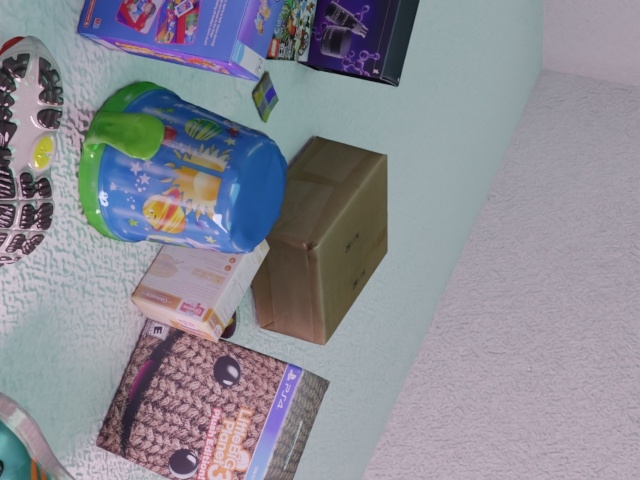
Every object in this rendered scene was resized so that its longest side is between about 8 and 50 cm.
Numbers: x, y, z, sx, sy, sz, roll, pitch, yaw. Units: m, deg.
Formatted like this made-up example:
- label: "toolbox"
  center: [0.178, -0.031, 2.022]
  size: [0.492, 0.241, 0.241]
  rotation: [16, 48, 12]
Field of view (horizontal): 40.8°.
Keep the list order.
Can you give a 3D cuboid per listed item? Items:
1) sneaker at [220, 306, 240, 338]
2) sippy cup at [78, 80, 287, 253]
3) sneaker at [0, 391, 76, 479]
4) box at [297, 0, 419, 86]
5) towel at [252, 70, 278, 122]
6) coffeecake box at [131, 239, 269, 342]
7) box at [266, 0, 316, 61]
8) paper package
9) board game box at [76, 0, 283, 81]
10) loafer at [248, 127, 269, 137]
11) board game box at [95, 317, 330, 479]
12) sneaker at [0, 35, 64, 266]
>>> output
- label: "sneaker"
  center: [-0.195, 0.106, 1.519]
  size: [0.084, 0.070, 0.185]
  rotation: [-36, 132, -43]
- label: "sippy cup"
  center: [-0.178, -0.086, 1.208]
  size: [0.305, 0.224, 0.240]
  rotation: [-34, 135, -56]
- label: "sneaker"
  center: [-0.404, 0.330, 1.133]
  size: [0.121, 0.108, 0.302]
  rotation: [-55, 143, -37]
- label: "box"
  center: [0.082, -0.440, 1.622]
  size: [0.103, 0.184, 0.261]
  rotation: [-2, 106, -67]
- label: "towel"
  center: [-0.098, -0.259, 1.554]
  size: [0.060, 0.009, 0.083]
  rotation: [-62, 155, -27]
- label: "coffeecake box"
  center: [-0.190, 0.052, 1.379]
  size: [0.185, 0.142, 0.068]
  rotation: [-62, 155, -25]
- label: "box"
  center: [-0.057, -0.430, 1.486]
  size: [0.159, 0.044, 0.233]
  rotation: [-22, 125, -63]
- label: "paper package"
  center: [0.000, 0.000, 1.758]
  size: [0.325, 0.168, 0.309]
  rotation: [-55, 152, -40]
- label: "board game box"
  center: [-0.142, -0.392, 1.067]
  size: [0.078, 0.233, 0.347]
  rotation: [17, 90, -67]
- label: "loafer"
  center: [-0.138, -0.171, 1.491]
  size: [0.125, 0.045, 0.039]
  rotation: [-11, 133, -58]
- label: "board game box"
  center: [-0.170, 0.279, 1.388]
  size: [0.232, 0.291, 0.141]
  rotation: [-70, 157, -10]
- label: "sneaker"
  center: [-0.348, -0.097, 0.971]
  size: [0.107, 0.118, 0.279]
  rotation: [12, 115, -28]
